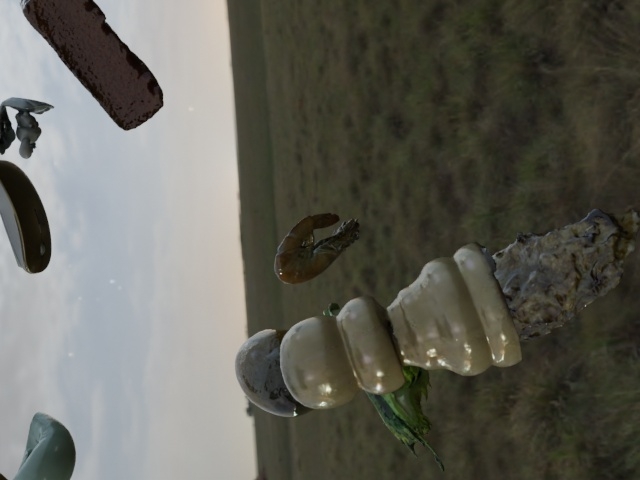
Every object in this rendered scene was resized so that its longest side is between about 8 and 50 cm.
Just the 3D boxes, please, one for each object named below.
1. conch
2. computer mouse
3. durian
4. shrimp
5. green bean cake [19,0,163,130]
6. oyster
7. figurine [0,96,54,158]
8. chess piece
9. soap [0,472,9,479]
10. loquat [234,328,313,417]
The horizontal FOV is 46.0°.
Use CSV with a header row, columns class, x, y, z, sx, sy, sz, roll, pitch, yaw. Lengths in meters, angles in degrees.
class,x,y,z,sx,sy,sz,roll,pitch,yaw
conch,-0.599,0.478,1.619,0.121,0.185,0.221,41,-156,-32
computer mouse,-0.497,-0.042,1.261,0.102,0.045,0.199,-27,-81,-83
durian,0.109,0.208,1.238,0.132,0.106,0.375,47,-176,-44
shrimp,-0.002,-0.001,1.505,0.053,0.236,0.133,16,129,48
green bean cake,-0.358,-0.300,1.185,0.233,0.097,0.198,54,174,-32
oyster,0.352,0.064,1.277,0.111,0.396,0.204,46,-144,-29
figurine,-0.435,-0.162,1.099,0.094,0.082,0.086,-158,75,-82
chess piece,0.080,0.107,0.851,0.143,0.261,0.143,-19,-90,-86
soap,-0.317,0.362,0.613,0.335,0.156,0.293,53,-128,-23
loquat,-0.073,0.271,1.543,0.227,0.179,0.179,20,120,45
